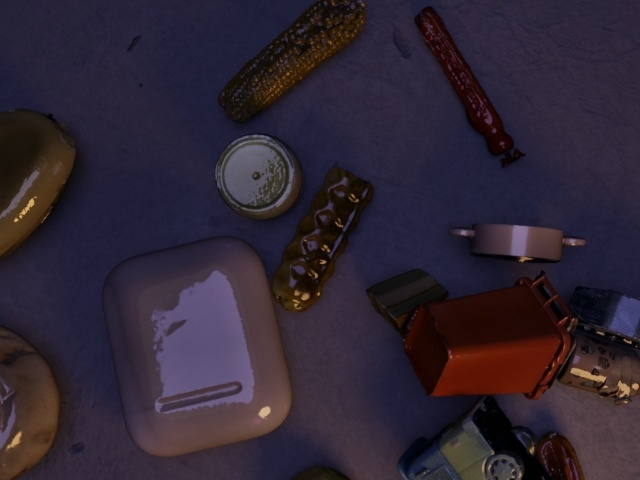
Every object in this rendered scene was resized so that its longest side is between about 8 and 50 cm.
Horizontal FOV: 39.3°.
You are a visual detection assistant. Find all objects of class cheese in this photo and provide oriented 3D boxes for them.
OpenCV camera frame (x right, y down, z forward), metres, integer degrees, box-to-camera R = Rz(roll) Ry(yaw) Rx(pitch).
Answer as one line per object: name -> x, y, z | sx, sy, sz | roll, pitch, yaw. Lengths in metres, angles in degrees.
cheese -> -0.576, -0.107, 1.592 | 0.316, 0.128, 0.259 | -32, 80, -3

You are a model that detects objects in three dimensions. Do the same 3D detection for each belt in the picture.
belt -> 0.504, 0.130, 1.490 | 0.190, 0.141, 0.082 | 18, 83, 8

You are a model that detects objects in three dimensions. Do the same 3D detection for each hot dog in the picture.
hot dog -> 0.410, 0.413, 1.500 | 0.072, 0.055, 0.188 | -15, 85, 22

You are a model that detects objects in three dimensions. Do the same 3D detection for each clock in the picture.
clock -> 0.330, 0.007, 1.511 | 0.229, 0.155, 0.063 | 6, 88, 3

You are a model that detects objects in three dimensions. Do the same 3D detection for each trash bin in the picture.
trash bin -> 0.270, 0.155, 1.431 | 0.239, 0.184, 0.161 | -2, 43, -25

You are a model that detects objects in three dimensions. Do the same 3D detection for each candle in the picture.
candle -> 0.260, -0.277, 1.606 | 0.051, 0.048, 0.329 | -27, 81, -14

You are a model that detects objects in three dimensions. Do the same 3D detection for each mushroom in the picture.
mushroom -> -0.594, 0.272, 1.441 | 0.314, 0.336, 0.314 | 1, 81, -5

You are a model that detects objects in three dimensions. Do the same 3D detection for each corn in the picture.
corn -> -0.049, -0.332, 1.609 | 0.320, 0.097, 0.097 | -40, 82, -2

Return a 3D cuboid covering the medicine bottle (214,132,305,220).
medicine bottle -> -0.102, -0.108, 1.555 | 0.147, 0.143, 0.147 | 0, 87, 6

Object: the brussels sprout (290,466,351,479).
brussels sprout -> 0.011, 0.454, 1.489 | 0.155, 0.117, 0.155 | 0, 93, 2

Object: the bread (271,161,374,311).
bread -> 0.000, 0.000, 1.559 | 0.087, 0.098, 0.269 | 26, 85, 17

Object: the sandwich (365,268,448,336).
sandwich -> 0.147, 0.087, 1.500 | 0.113, 0.163, 0.079 | -45, 70, -4

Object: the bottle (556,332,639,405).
bottle -> 0.482, 0.219, 1.505 | 0.152, 0.099, 0.099 | 18, 84, 2

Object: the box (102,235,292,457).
box -> -0.212, 0.178, 1.526 | 0.289, 0.141, 0.349 | -14, 81, 0

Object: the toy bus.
toy bus -> 0.291, 0.424, 1.434 | 0.190, 0.152, 0.312 | -40, 81, 24
